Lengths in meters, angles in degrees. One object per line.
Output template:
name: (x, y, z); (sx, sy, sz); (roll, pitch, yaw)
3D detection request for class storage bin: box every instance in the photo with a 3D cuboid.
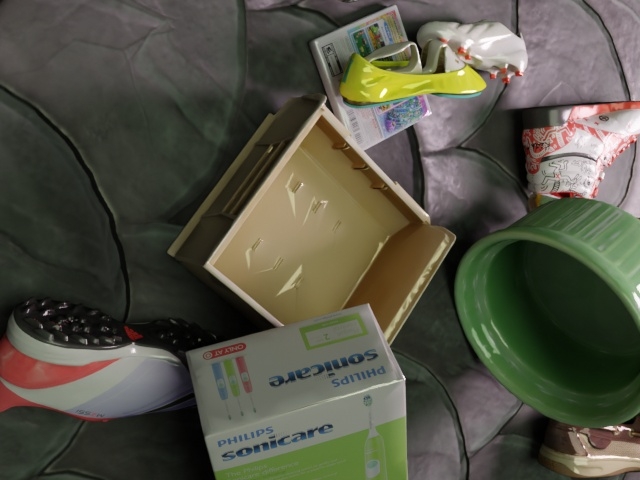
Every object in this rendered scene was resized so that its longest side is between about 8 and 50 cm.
storage bin: (0.000, 0.000, 1.072); (0.262, 0.123, 0.260); (43, 72, -27)

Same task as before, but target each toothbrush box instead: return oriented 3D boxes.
toothbrush box: (-0.017, 0.230, 0.980); (0.206, 0.122, 0.283); (-15, 133, -9)

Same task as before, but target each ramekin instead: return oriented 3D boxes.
ramekin: (0.348, 0.089, 1.208); (0.148, 0.303, 0.304); (-34, 112, -34)

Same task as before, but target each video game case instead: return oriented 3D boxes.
video game case: (0.069, -0.212, 1.160); (0.143, 0.019, 0.157); (-30, 109, -28)

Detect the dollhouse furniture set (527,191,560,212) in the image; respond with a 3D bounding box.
dollhouse furniture set: (0.346, 0.001, 1.311); (0.059, 0.076, 0.152); (-52, 139, -24)

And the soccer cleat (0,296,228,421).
soccer cleat: (-0.206, 0.151, 0.979); (0.318, 0.109, 0.116); (17, 111, -38)

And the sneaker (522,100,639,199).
sneaker: (0.420, -0.138, 1.354); (0.270, 0.090, 0.145); (-8, 100, -29)

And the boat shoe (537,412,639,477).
boat shoe: (0.497, 0.300, 1.425); (0.341, 0.123, 0.123); (2, 94, -27)

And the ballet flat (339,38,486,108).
ballet flat: (0.127, -0.219, 1.135); (0.230, 0.077, 0.077); (-11, 120, -30)

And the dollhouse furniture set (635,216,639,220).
dollhouse furniture set: (0.497, 0.070, 1.395); (0.129, 0.129, 0.184); (-27, 108, -28)

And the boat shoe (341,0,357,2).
boat shoe: (0.147, -0.361, 1.143); (0.319, 0.116, 0.099); (-29, 133, -20)

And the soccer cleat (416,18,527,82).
soccer cleat: (0.210, -0.276, 1.224); (0.196, 0.068, 0.076); (9, 74, -34)
